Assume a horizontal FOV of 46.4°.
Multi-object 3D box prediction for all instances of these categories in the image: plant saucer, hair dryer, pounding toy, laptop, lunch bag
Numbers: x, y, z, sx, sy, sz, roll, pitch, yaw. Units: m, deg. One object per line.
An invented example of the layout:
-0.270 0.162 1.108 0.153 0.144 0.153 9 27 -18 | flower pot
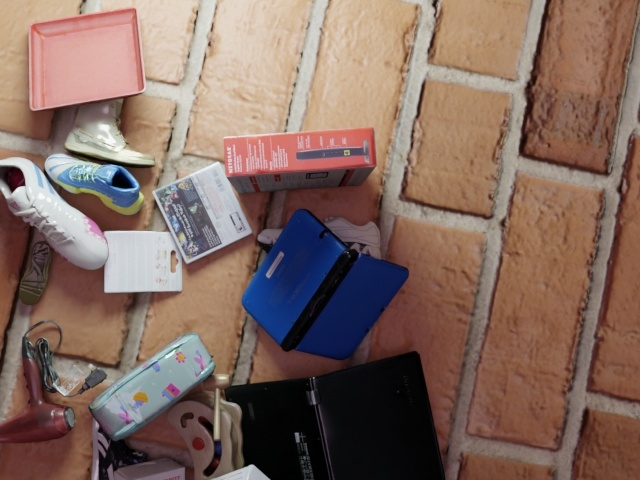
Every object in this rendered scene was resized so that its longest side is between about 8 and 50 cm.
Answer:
-0.534 -0.410 1.722 0.258 0.048 0.259 -10 63 -3 | plant saucer
-0.644 0.353 1.715 0.223 0.080 0.293 36 80 15 | hair dryer
-0.268 0.431 1.662 0.154 0.155 0.269 -2 93 14 | pounding toy
0.035 0.483 1.718 0.408 0.236 0.382 -13 86 34 | laptop
-0.362 0.314 1.626 0.279 0.224 0.108 -35 92 -23 | lunch bag

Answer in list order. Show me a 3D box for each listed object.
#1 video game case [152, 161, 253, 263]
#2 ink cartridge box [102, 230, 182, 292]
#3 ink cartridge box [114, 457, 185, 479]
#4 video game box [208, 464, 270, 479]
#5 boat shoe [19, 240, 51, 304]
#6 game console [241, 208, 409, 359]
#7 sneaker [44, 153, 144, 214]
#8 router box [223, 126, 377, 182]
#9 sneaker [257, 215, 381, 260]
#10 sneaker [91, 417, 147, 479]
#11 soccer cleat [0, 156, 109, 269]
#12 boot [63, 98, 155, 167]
-0.277 -0.065 1.762 0.173 0.022 0.190 -25 89 -7 | video game case
-0.418 0.050 1.754 0.179 0.045 0.145 0 86 -21 | ink cartridge box
-0.379 0.597 1.657 0.139 0.082 0.190 -2 96 -39 | ink cartridge box
-0.150 0.582 1.619 0.187 0.048 0.205 -28 114 35 | video game box
-0.657 0.075 1.734 0.056 0.048 0.153 12 93 -7 | boat shoe
0.006 0.106 1.697 0.250 0.173 0.293 43 115 22 | game console
-0.509 -0.152 1.701 0.240 0.126 0.091 24 59 -8 | sneaker
-0.046 -0.167 1.625 0.301 0.335 0.082 -4 88 -3 | router box
0.000 0.000 1.746 0.292 0.110 0.118 6 63 3 | sneaker
-0.456 0.466 1.707 0.121 0.079 0.217 1 93 -7 | sneaker
-0.618 -0.054 1.670 0.331 0.143 0.116 45 102 8 | soccer cleat
-0.475 -0.262 1.742 0.213 0.077 0.165 13 84 -1 | boot
